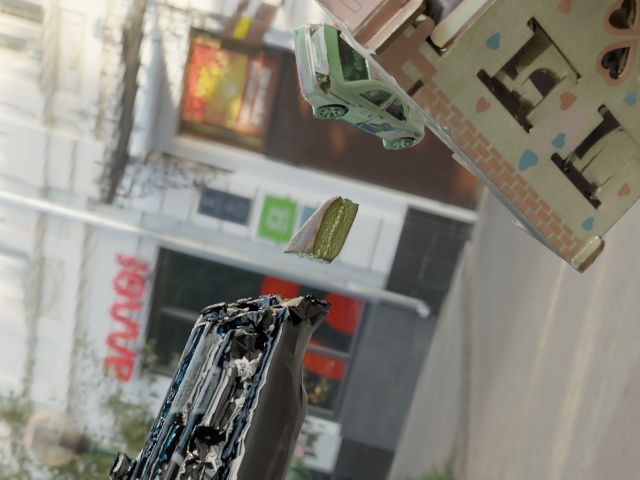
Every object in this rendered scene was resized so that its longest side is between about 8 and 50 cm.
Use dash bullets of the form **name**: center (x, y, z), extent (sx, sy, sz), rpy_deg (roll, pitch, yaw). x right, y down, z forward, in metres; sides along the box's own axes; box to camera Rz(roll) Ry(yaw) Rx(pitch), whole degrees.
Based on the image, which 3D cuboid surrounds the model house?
- **model house**: center (0.174, -0.162, 0.916), extent (0.244, 0.326, 0.169), rpy_deg (-44, 35, 7)

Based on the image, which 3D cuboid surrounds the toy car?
- **toy car**: center (0.055, -0.168, 1.296), extent (0.224, 0.076, 0.090), rpy_deg (17, -121, -52)

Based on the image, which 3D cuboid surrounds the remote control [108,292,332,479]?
- **remote control**: center (-0.095, 0.202, 0.653), extent (0.144, 0.062, 0.399), rpy_deg (-18, 44, 49)

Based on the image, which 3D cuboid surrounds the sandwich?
- **sandwich**: center (0.000, 0.000, 1.043), extent (0.083, 0.031, 0.044), rpy_deg (-48, 30, 31)
